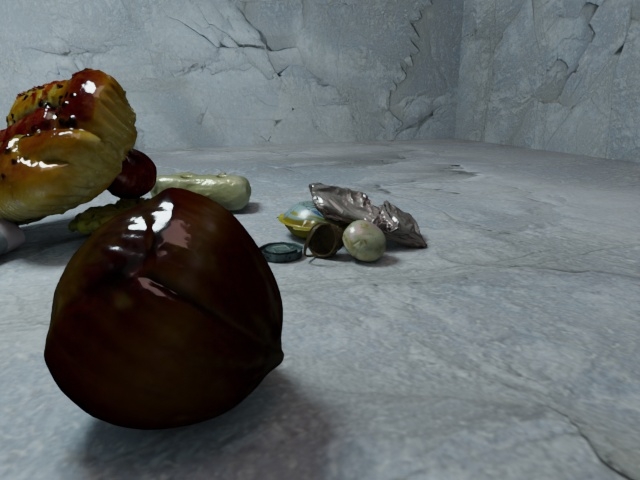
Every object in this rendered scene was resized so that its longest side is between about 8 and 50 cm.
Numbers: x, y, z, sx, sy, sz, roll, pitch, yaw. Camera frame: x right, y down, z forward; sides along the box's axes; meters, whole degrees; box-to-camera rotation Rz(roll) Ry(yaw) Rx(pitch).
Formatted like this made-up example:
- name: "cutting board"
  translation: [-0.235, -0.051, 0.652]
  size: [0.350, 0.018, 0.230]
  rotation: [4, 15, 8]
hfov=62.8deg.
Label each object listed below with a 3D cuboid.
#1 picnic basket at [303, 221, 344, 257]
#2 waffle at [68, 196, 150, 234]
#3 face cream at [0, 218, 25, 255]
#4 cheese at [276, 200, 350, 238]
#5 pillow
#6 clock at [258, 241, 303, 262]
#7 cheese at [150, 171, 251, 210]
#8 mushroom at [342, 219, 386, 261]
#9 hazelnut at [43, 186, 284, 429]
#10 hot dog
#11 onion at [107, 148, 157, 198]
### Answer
- name: "picnic basket"
  translation: [0.000, 0.000, 0.961]
  size: [0.072, 0.071, 0.083]
  rotation: [10, 8, 32]
- name: "waffle"
  translation: [-0.377, -0.052, 1.171]
  size: [0.312, 0.060, 0.307]
  rotation: [6, 16, 15]
- name: "face cream"
  translation: [-0.630, 0.021, 0.886]
  size: [0.108, 0.073, 0.269]
  rotation: [9, 15, 3]
- name: "cheese"
  translation: [0.003, -0.055, 1.154]
  size: [0.177, 0.069, 0.270]
  rotation: [5, 16, 11]
- name: "pillow"
  translation: [0.097, -0.056, 1.055]
  size: [0.249, 0.049, 0.135]
  rotation: [16, 28, -14]
- name: "clock"
  translation: [-0.074, 0.021, 0.982]
  size: [0.085, 0.017, 0.085]
  rotation: [0, 16, 0]
- name: "cheese"
  translation: [-0.314, -0.132, 1.376]
  size: [0.263, 0.092, 0.159]
  rotation: [0, 10, -3]
- name: "mushroom"
  translation: [0.080, 0.003, 0.961]
  size: [0.084, 0.067, 0.083]
  rotation: [14, 45, -14]
- name: "hazelnut"
  translation: [-0.138, 0.074, 0.504]
  size: [0.230, 0.229, 0.229]
  rotation: [0, 16, 0]
- name: "hot dog"
  translation: [-0.547, -0.185, 1.072]
  size: [0.366, 0.367, 0.196]
  rotation: [2, -29, 36]
- name: "onion"
  translation: [-0.437, -0.154, 1.190]
  size: [0.131, 0.131, 0.131]
  rotation: [0, 16, 0]
